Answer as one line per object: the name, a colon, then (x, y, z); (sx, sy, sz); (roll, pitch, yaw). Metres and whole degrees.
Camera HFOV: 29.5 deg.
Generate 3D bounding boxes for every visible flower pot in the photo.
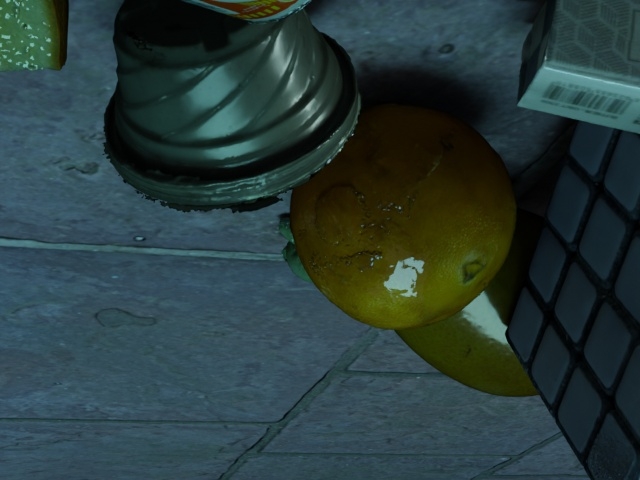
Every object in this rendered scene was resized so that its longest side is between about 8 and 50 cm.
flower pot: (-0.087, -0.148, 1.013); (0.235, 0.235, 0.141); (-8, 135, 9)

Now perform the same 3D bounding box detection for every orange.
orange: (0.083, -0.026, 1.258); (0.240, 0.240, 0.240); (-3, 157, -1)

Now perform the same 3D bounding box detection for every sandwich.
sandwich: (-0.235, -0.172, 0.894); (0.094, 0.096, 0.258); (-1, -167, -10)

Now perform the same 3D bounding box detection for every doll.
doll: (0.000, 0.000, 1.513); (0.115, 0.077, 0.150); (38, 158, 17)

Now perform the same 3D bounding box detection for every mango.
mango: (0.211, 0.063, 1.524); (0.263, 0.221, 0.378); (-14, 145, 34)

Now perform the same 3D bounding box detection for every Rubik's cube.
Rubik's cube: (0.434, 0.067, 1.253); (0.344, 0.344, 0.337); (7, 117, -18)

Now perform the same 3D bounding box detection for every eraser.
eraser: (0.389, -0.136, 1.102); (0.403, 0.096, 0.098); (12, 162, -3)

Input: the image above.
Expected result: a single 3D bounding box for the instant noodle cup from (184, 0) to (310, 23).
instant noodle cup: (-0.088, -0.241, 0.819); (0.193, 0.193, 0.212); (-18, 161, 30)
